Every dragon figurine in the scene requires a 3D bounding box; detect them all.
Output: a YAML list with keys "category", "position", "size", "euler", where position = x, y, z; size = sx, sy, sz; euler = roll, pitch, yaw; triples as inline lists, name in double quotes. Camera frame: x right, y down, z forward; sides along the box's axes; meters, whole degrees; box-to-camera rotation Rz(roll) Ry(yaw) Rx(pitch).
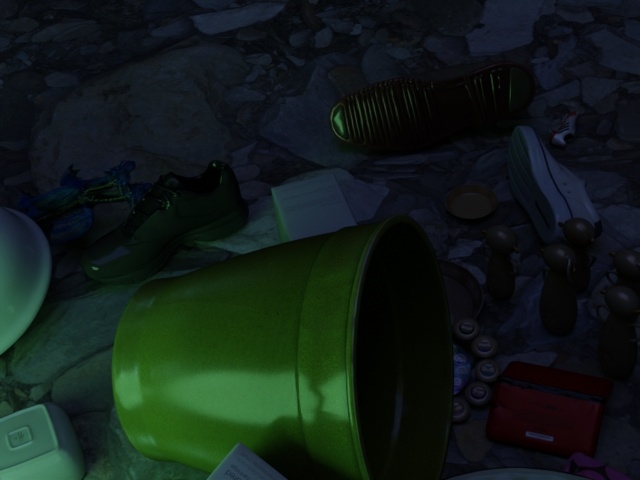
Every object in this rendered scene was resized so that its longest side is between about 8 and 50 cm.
- category: "dragon figurine"
  position: [-0.410, -0.048, 1.959]
  size: [0.289, 0.085, 0.144]
  euler: [-29, 21, -18]

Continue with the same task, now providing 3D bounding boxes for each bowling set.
- category: "bowling set"
  position: [0.378, 0.034, 1.737]
  size: [0.200, 0.154, 0.287]
  euler: [-35, 49, -27]

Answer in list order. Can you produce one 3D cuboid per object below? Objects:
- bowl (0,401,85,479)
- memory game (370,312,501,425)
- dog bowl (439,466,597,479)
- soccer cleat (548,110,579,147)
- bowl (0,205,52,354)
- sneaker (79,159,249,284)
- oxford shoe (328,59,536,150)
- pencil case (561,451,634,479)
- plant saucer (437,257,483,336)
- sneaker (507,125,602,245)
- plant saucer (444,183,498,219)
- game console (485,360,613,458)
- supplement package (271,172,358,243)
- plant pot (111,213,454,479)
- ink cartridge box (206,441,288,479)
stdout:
- category: "bowl"
  position: [-0.394, 0.279, 1.658]
  size: [0.142, 0.053, 0.142]
  euler: [-20, 44, -12]
- category: "memory game"
  position: [0.154, 0.171, 1.697]
  size: [0.186, 0.012, 0.186]
  euler: [-3, 54, 4]
- category: "dog bowl"
  position: [0.215, 0.444, 1.309]
  size: [0.408, 0.150, 0.408]
  euler: [-4, 41, 3]
- category: "soccer cleat"
  position: [0.414, -0.184, 2.072]
  size: [0.035, 0.029, 0.083]
  euler: [31, 57, 24]
- category: "bowl"
  position: [-0.556, 0.043, 1.819]
  size: [0.298, 0.134, 0.298]
  euler: [-10, 57, 16]
- category: "sneaker"
  position: [-0.249, -0.037, 1.931]
  size: [0.286, 0.130, 0.109]
  euler: [-31, 48, -22]
- category: "oxford shoe"
  position: [0.186, -0.231, 2.120]
  size: [0.348, 0.123, 0.130]
  euler: [-9, 15, 1]
- category: "pencil case"
  position: [0.366, 0.335, 1.455]
  size: [0.209, 0.095, 0.098]
  euler: [27, 68, 35]
- category: "plant saucer"
  position: [0.151, 0.091, 1.802]
  size: [0.168, 0.029, 0.168]
  euler: [-4, 43, 4]
- category: "sneaker"
  position: [0.361, -0.082, 1.933]
  size: [0.091, 0.094, 0.258]
  euler: [3, 44, -16]
- category: "plant saucer"
  position: [0.238, -0.057, 1.964]
  size: [0.083, 0.015, 0.083]
  euler: [-5, 42, 4]
- category: "game console"
  position: [0.303, 0.222, 1.644]
  size: [0.144, 0.085, 0.124]
  euler: [10, 76, 19]
- category: "supplement package"
  position: [0.000, 0.000, 1.869]
  size: [0.105, 0.105, 0.179]
  euler: [-13, 41, -7]
- category: "plant pot"
  position: [-0.055, 0.160, 1.552]
  size: [0.353, 0.366, 0.366]
  euler: [-3, 41, 22]
- category: "ink cartridge box"
  position: [-0.105, 0.380, 1.359]
  size: [0.171, 0.168, 0.233]
  euler: [37, 63, 10]
